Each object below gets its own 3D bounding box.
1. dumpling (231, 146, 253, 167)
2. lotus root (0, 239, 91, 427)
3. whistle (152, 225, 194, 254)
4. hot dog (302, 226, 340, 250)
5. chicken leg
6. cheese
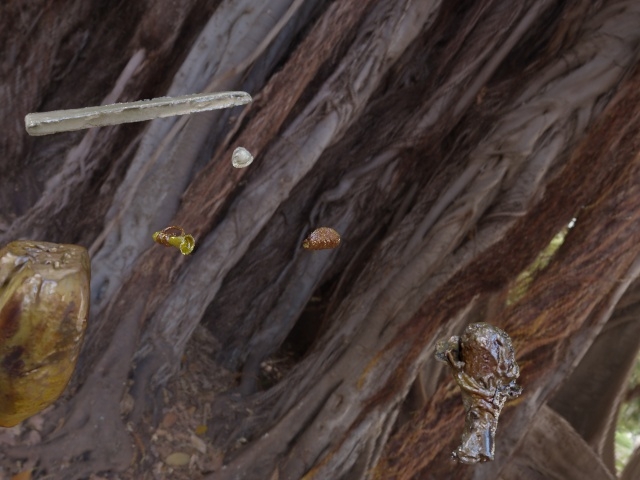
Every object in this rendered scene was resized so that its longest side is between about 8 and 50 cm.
[{"bbox_3d":[-0.226,-0.233,1.555,0.043,0.059,0.077,33,6,7],"label":"dumpling"},{"bbox_3d":[-0.464,0.142,0.851,0.193,0.290,0.193,19,7,-2],"label":"lotus root"},{"bbox_3d":[-0.343,-0.010,1.276,0.109,0.057,0.046,18,-13,30],"label":"whistle"},{"bbox_3d":[0.000,0.000,1.146,0.083,0.058,0.035,-5,61,-35],"label":"hot dog"},{"bbox_3d":[0.237,0.219,0.803,0.125,0.196,0.080,-5,-13,-6],"label":"chicken leg"},{"bbox_3d":[-0.323,-0.240,1.010,0.401,0.034,0.085,-16,28,-25],"label":"cheese"}]
